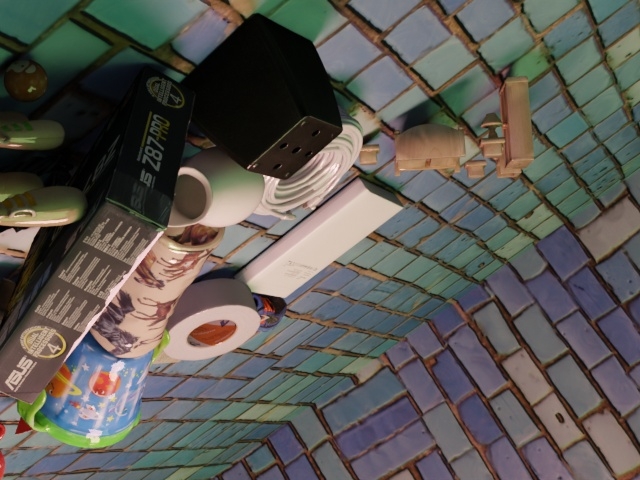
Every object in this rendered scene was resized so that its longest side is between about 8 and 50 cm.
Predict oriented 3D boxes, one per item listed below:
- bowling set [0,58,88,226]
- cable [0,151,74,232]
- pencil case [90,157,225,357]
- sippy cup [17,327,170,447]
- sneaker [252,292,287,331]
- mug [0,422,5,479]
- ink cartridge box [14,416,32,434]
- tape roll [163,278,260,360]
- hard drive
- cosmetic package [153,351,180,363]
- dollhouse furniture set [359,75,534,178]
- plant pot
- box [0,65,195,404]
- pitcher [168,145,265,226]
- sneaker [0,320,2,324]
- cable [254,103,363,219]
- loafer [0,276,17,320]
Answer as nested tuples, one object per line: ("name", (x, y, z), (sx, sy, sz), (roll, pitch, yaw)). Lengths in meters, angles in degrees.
("bowling set", (-0.420, -0.124, 1.370), (0.154, 0.200, 0.287), (-8, -169, -41))
("cable", (-0.440, -0.073, 1.596), (0.184, 0.047, 0.150), (-39, 155, 26))
("pencil case", (-0.292, 0.046, 1.915), (0.410, 0.160, 0.183), (-54, -176, 48))
("sippy cup", (-0.427, 0.239, 2.115), (0.305, 0.240, 0.224), (-83, -161, -53))
("sneaker", (-0.150, 0.161, 2.547), (0.221, 0.083, 0.087), (-11, 146, -51))
("mug", (-0.741, 0.440, 2.307), (0.113, 0.150, 0.169), (3, 157, 8))
("ink cartridge box", (-0.545, 0.322, 2.281), (0.179, 0.045, 0.145), (-18, -158, 2))
("tape roll", (-0.242, 0.171, 2.360), (0.219, 0.072, 0.219), (-16, 149, -10))
("hard drive", (0.000, 0.000, 2.437), (0.353, 0.047, 0.233), (-37, 160, 15))
("cosmetic package", (-0.345, 0.246, 2.502), (0.060, 0.041, 0.115), (-40, 160, 19))
("dollhouse furniture set", (0.249, -0.229, 2.287), (0.355, 0.174, 0.303), (-3, 173, 2))
("plant pot", (-0.077, -0.199, 1.658), (0.187, 0.167, 0.188), (-40, 159, 18))
("box", (-0.320, -0.007, 1.533), (0.097, 0.318, 0.395), (27, 126, -21))
("pitcher", (-0.191, -0.070, 1.695), (0.177, 0.125, 0.207), (-18, -176, 26))
("sneaker", (-0.574, 0.130, 1.797), (0.093, 0.088, 0.225), (-40, 160, 17))
("cable", (-0.042, -0.145, 1.960), (0.257, 0.089, 0.257), (-42, 158, 22))
("loafer", (-0.468, 0.088, 1.867), (0.220, 0.080, 0.078), (-14, 118, -70))
